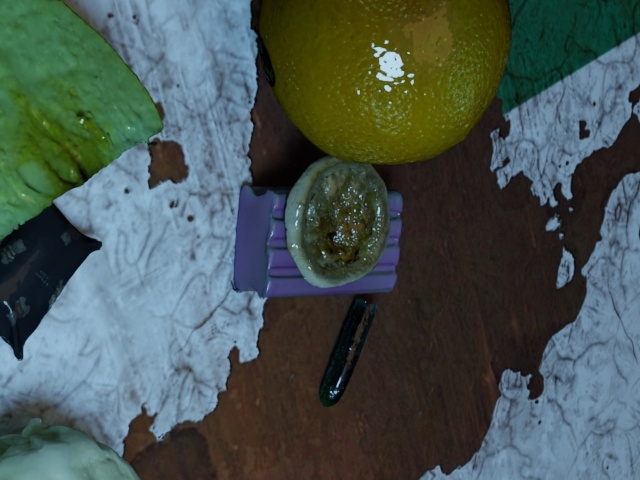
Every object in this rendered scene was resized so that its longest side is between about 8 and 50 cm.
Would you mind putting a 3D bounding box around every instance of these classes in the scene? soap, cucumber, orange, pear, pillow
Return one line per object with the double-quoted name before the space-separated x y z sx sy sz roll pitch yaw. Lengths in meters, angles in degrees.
"soap" 0.000 0.000 1.767 0.203 0.065 0.122 0 98 -43
"cucumber" 0.030 0.133 1.847 0.032 0.032 0.133 30 80 -42
"orange" 0.069 -0.214 1.653 0.274 0.274 0.274 -11 106 -41
"pear" -0.314 -0.120 1.407 0.288 0.139 0.239 -42 109 -44
"pillow" -0.281 0.032 1.525 0.150 0.048 0.090 -59 139 -22

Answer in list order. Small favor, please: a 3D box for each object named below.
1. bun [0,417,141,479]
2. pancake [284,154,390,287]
"bun" -0.279 0.268 1.522 0.229 0.145 0.229 -18 139 -16
"pancake" 0.022 -0.021 1.721 0.151 0.025 0.152 -7 101 -41
